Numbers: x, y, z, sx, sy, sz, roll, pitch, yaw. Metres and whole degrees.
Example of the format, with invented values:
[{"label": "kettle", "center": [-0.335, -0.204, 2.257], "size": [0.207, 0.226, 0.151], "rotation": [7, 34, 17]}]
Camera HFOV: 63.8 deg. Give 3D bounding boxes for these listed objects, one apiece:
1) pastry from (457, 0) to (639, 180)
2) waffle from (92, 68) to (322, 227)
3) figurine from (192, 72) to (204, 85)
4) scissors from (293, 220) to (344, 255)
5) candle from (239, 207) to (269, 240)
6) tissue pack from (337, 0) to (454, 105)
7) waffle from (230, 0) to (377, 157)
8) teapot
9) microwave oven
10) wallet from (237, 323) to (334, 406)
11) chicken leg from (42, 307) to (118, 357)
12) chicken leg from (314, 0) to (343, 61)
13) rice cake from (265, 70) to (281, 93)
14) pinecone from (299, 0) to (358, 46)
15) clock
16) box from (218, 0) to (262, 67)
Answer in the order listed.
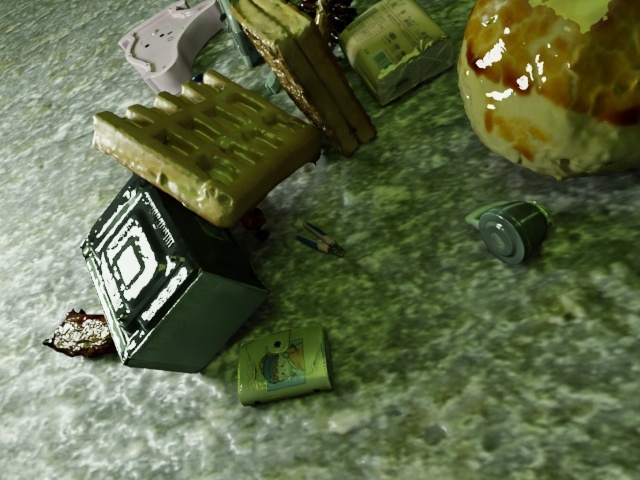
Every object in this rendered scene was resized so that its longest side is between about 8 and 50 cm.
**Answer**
[{"label": "pastry", "center": [0.389, -0.286, 0.754], "size": [0.389, 0.313, 0.388], "rotation": [-10, 71, 30]}, {"label": "waffle", "center": [-0.185, -0.187, 0.957], "size": [0.304, 0.077, 0.348], "rotation": [30, 42, 11]}, {"label": "figurine", "center": [-0.229, -0.291, 1.177], "size": [0.102, 0.111, 0.195], "rotation": [-48, 61, 4]}, {"label": "scissors", "center": [0.000, 0.000, 0.948], "size": [0.113, 0.012, 0.039], "rotation": [28, 75, 33]}, {"label": "candle", "center": [-0.212, -0.103, 1.078], "size": [0.329, 0.048, 0.051], "rotation": [37, 87, 35]}, {"label": "tissue pack", "center": [0.153, -0.410, 1.086], "size": [0.186, 0.090, 0.222], "rotation": [-31, 52, 6]}, {"label": "waffle", "center": [-0.028, -0.315, 0.969], "size": [0.091, 0.308, 0.213], "rotation": [-40, 53, 2]}, {"label": "teapot", "center": [0.297, -0.031, 0.797], "size": [0.091, 0.092, 0.124], "rotation": [-29, 58, -16]}, {"label": "microwave oven", "center": [-0.271, 0.046, 0.901], "size": [0.237, 0.181, 0.295], "rotation": [-48, 52, 13]}, {"label": "wallet", "center": [-0.060, 0.200, 0.835], "size": [0.155, 0.039, 0.110], "rotation": [-15, 57, 13]}, {"label": "chicken leg", "center": [-0.434, 0.176, 0.995], "size": [0.234, 0.063, 0.105], "rotation": [-6, 63, 17]}, {"label": "chicken leg", "center": [0.003, -0.429, 1.106], "size": [0.101, 0.207, 0.085], "rotation": [-13, 52, -26]}, {"label": "rice cake", "center": [-0.093, -0.423, 1.232], "size": [0.029, 0.033, 0.170], "rotation": [3, 62, 28]}, {"label": "pinecone", "center": [0.014, -0.512, 1.185], "size": [0.140, 0.140, 0.120], "rotation": [4, 90, 25]}, {"label": "clock", "center": [-0.381, -0.536, 1.394], "size": [0.290, 0.080, 0.275], "rotation": [-35, 54, 2]}, {"label": "box", "center": [-0.188, -0.560, 1.283], "size": [0.130, 0.162, 0.227], "rotation": [-22, 54, -4]}]
